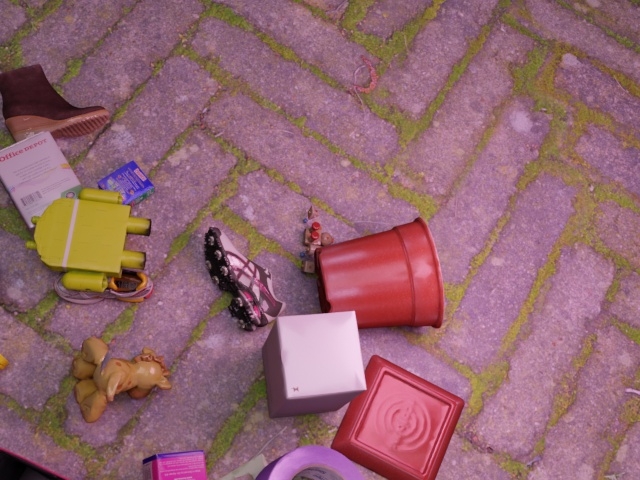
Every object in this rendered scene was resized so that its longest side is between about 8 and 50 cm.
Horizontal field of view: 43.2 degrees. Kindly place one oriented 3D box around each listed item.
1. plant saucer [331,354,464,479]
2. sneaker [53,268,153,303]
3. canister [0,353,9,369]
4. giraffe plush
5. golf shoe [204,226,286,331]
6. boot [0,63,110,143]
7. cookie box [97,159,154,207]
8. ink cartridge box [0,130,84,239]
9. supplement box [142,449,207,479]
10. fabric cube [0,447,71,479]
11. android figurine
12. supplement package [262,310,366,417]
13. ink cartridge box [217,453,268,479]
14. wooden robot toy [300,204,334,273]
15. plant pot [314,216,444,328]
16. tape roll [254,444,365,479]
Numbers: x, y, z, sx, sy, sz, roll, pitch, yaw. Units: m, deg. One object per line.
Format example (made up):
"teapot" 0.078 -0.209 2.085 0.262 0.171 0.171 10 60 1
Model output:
"plant saucer" 0.193 0.434 1.919 0.259 0.048 0.258 28 68 -1
"sneaker" -0.506 0.095 1.885 0.225 0.093 0.088 -2 71 -10
"canister" -0.794 0.285 1.771 0.126 0.073 0.170 42 70 6
"giraffe plush" -0.433 0.298 1.800 0.170 0.210 0.181 4 62 -40
"golf shoe" -0.191 0.085 1.959 0.120 0.105 0.273 -23 81 -34
"boot" -0.673 -0.356 2.020 0.248 0.090 0.207 -18 76 -13
"cookie box" -0.480 -0.131 2.001 0.107 0.040 0.092 -36 80 -20
"ink cartridge box" -0.670 -0.134 1.938 0.154 0.093 0.212 -30 80 -20
"supplement box" -0.306 0.569 1.726 0.114 0.111 0.220 3 69 -28
"fabric cube" -0.570 0.588 1.589 0.254 0.258 0.259 24 67 7
"android figurine" -0.530 -0.005 1.844 0.273 0.056 0.248 5 70 -5
"supplement package" -0.022 0.282 1.800 0.175 0.293 0.177 -4 71 -12
"ink cartridge box" -0.138 0.615 1.786 0.171 0.056 0.235 -28 79 -19
"wooden robot toy" 0.000 0.000 2.032 0.079 0.076 0.173 11 71 -20
"plant pot" 0.130 0.099 1.930 0.265 0.272 0.272 -9 72 -5
"tape roll" -0.018 0.589 1.744 0.275 0.090 0.275 18 53 -25
